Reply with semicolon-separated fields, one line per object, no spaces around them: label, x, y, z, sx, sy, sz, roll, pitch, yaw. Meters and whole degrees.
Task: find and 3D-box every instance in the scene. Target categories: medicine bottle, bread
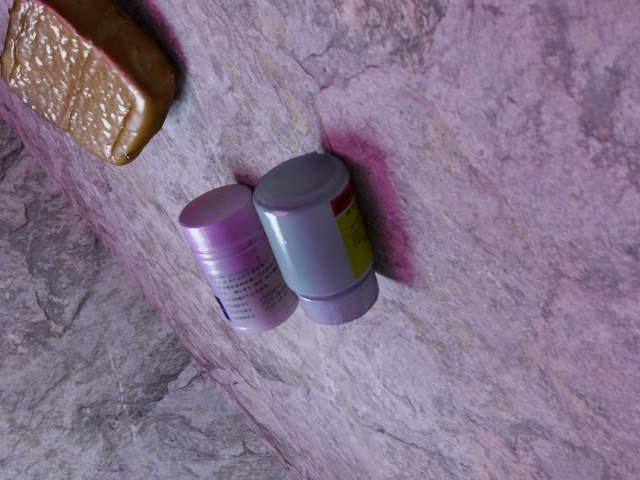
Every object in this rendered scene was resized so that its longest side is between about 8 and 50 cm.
medicine bottle;-0.151;0.035;1.451;0.152;0.152;0.253;25;143;53
medicine bottle;0.000;0.000;1.101;0.139;0.139;0.225;30;147;48
bread;-0.420;-0.318;1.438;0.328;0.148;0.337;37;147;-6
